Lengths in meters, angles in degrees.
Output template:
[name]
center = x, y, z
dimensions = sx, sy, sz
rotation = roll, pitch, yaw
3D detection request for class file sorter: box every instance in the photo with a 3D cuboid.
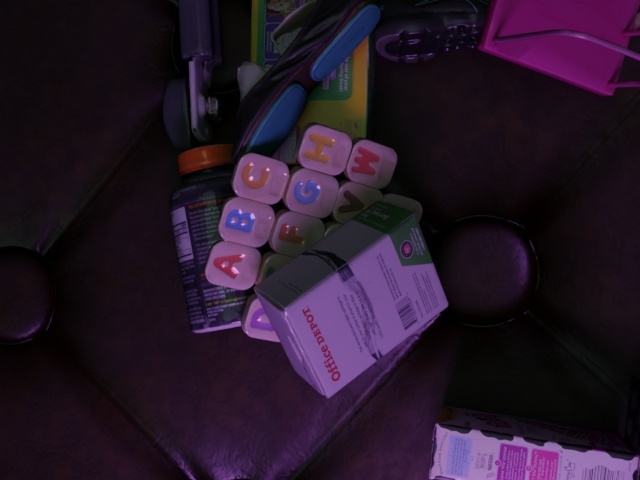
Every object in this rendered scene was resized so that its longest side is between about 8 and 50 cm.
[file sorter]
center = 0.347, -0.335, 0.928
dimensions = 0.202, 0.182, 0.291
rotation = 14, 94, -22

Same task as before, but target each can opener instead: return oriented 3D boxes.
[can opener]
center = -0.185, -0.273, 1.158
dimensions = 0.093, 0.074, 0.280
rotation = 0, 88, 12

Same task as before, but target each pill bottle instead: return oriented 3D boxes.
[pill bottle]
center = -0.133, -0.004, 1.109
dimensions = 0.130, 0.130, 0.246
rotation = -11, 86, 11

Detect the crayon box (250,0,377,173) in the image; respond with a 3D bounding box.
[crayon box]
center = -0.009, -0.234, 1.117
dimensions = 0.165, 0.081, 0.278
rotation = 1, 88, 11

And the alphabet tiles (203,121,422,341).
[alphabet tiles]
center = 0.000, 0.000, 1.046
dimensions = 0.278, 0.021, 0.284
rotation = 15, 97, -28

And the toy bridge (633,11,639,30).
[toy bridge]
center = 0.404, -0.369, 1.066
dimensions = 0.063, 0.026, 0.188
rotation = -25, 84, 8

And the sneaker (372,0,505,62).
[sneaker]
center = 0.202, -0.302, 1.068
dimensions = 0.267, 0.101, 0.106
rotation = 0, 69, 1

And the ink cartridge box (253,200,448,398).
[ink cartridge box]
center = 0.041, 0.071, 1.021
dimensions = 0.208, 0.087, 0.153
rotation = -34, 121, -19

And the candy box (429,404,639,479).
[candy box]
center = 0.258, 0.264, 1.007
dimensions = 0.233, 0.159, 0.071
rotation = 6, 88, 11

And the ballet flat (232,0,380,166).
[ballet flat]
center = -0.040, -0.215, 1.040
dimensions = 0.096, 0.095, 0.280
rotation = 38, 85, 20

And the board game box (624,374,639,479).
[board game box]
center = 0.394, 0.294, 0.976
dimensions = 0.042, 0.165, 0.243
rotation = 7, 89, 12
